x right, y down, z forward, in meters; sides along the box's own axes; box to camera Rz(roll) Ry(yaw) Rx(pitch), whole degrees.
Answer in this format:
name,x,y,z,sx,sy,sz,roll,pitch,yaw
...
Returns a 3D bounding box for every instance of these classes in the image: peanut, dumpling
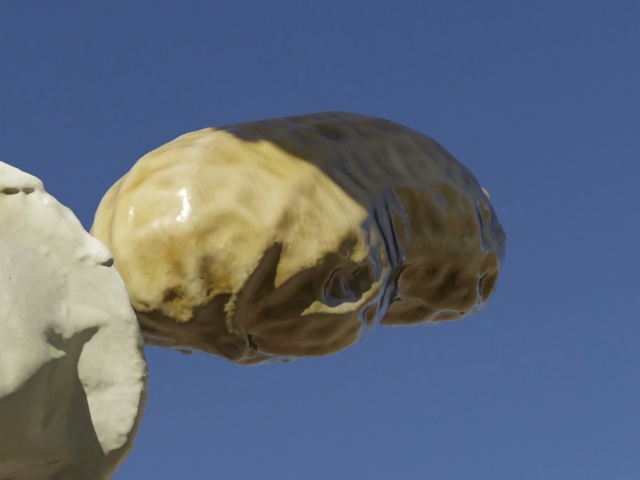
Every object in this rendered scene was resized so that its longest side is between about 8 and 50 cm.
name,x,y,z,sx,sy,sz,roll,pitch,yaw
peanut,0.000,0.000,1.049,0.325,0.153,0.140,0,-45,-45
dumpling,-0.179,0.047,0.922,0.166,0.216,0.126,-18,-8,6
